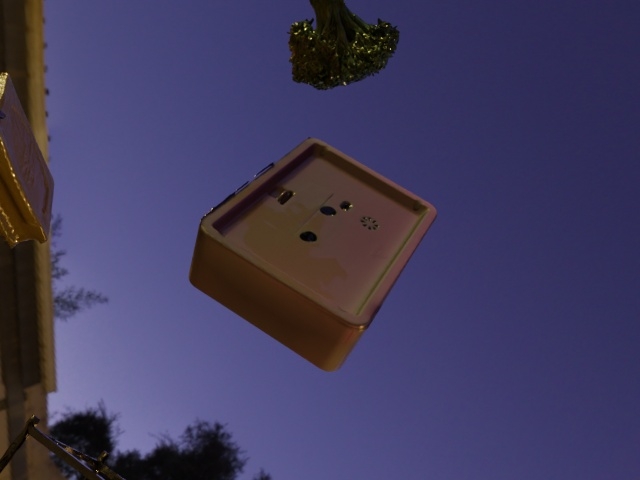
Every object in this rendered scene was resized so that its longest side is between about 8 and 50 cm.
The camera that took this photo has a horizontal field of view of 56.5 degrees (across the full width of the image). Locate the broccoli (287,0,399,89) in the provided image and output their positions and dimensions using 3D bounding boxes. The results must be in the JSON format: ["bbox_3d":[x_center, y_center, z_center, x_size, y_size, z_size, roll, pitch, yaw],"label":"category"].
[{"bbox_3d":[0.023,-0.352,0.994,0.220,0.194,0.194,10,-70,53],"label":"broccoli"}]

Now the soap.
[{"bbox_3d":[-0.623,-0.155,1.188,0.315,0.091,0.199,96,-18,-50],"label":"soap"}]

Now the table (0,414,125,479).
[{"bbox_3d":[-0.407,0.507,0.987,0.335,0.272,0.222,15,-29,34],"label":"table"}]

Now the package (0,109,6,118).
[{"bbox_3d":[-0.468,-0.147,0.603,0.154,0.239,0.030,29,-62,31],"label":"package"}]

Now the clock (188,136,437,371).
[{"bbox_3d":[0.000,0.000,0.515,0.150,0.197,0.063,31,-51,9],"label":"clock"}]
